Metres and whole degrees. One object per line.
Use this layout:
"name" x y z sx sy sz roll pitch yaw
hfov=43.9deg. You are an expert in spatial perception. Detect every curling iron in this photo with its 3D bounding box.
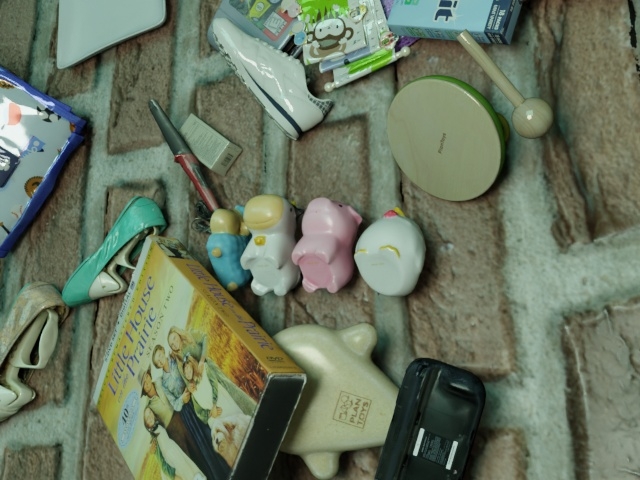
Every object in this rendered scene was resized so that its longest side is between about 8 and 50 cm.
"curling iron" -0.236 -0.127 1.350 0.068 0.035 0.274 -36 74 29

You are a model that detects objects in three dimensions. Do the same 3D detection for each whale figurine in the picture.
"whale figurine" 0.037 0.217 1.081 0.272 0.141 0.216 15 87 9

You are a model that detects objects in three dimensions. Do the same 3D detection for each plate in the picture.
"plate" -0.416 -0.499 1.611 0.278 0.045 0.277 -16 66 25

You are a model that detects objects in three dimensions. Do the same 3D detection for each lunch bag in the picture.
"lunch bag" -0.680 -0.192 1.554 0.385 0.239 0.328 32 90 17

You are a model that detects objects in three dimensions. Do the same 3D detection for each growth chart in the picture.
"growth chart" 0.028 -0.353 1.266 0.172 0.021 0.237 -27 73 19

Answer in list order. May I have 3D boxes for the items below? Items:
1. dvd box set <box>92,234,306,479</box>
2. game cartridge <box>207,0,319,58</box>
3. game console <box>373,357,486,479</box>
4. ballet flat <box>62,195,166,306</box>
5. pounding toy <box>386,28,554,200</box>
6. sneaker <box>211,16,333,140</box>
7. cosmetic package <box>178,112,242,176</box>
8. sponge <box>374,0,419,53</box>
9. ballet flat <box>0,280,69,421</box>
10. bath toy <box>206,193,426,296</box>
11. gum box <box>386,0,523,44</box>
"dvd box set" -0.194 0.210 1.122 0.420 0.062 0.307 39 111 50
"game cartridge" -0.067 -0.424 1.374 0.294 0.060 0.196 -51 53 9
"game console" 0.123 0.330 0.971 0.213 0.044 0.361 16 91 17
"ballet flat" -0.354 0.038 1.377 0.087 0.083 0.247 41 98 19
"pounding toy" 0.209 -0.172 1.099 0.183 0.110 0.237 50 141 3
"sneaker" -0.084 -0.276 1.288 0.095 0.090 0.235 -40 93 1
"cosmetic package" -0.195 -0.166 1.375 0.115 0.041 0.060 40 97 33
"sponge" 0.157 -0.382 1.238 0.210 0.031 0.117 -30 61 26
"ballet flat" -0.542 0.225 1.408 0.106 0.107 0.316 22 87 26
"bath toy" 0.000 0.000 1.167 0.348 0.129 0.151 2 119 32
"gum box" 0.204 -0.369 1.149 0.184 0.041 0.157 14 83 33
